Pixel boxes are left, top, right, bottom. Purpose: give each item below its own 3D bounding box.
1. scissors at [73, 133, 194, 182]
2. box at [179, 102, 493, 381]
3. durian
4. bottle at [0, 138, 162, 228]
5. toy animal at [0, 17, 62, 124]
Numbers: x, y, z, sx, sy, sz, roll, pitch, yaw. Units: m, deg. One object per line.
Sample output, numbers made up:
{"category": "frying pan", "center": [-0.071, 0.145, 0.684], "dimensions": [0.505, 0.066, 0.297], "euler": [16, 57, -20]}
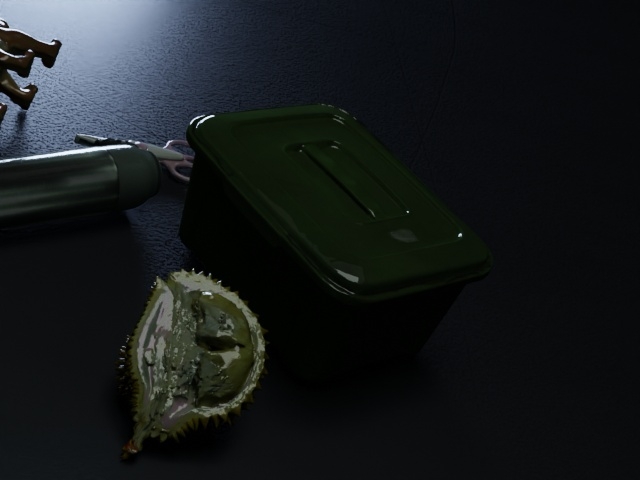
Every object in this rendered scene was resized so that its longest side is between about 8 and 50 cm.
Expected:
{"category": "scissors", "center": [-0.224, -0.111, 1.584], "dimensions": [0.176, 0.022, 0.085], "euler": [11, 38, -23]}
{"category": "box", "center": [0.000, 0.000, 1.432], "dimensions": [0.253, 0.178, 0.328], "euler": [-9, 43, -41]}
{"category": "durian", "center": [-0.133, 0.137, 1.240], "dimensions": [0.146, 0.102, 0.208], "euler": [25, 56, 7]}
{"category": "bottle", "center": [-0.302, -0.067, 1.422], "dimensions": [0.254, 0.079, 0.096], "euler": [-11, 61, -39]}
{"category": "toy animal", "center": [-0.418, -0.220, 1.529], "dimensions": [0.157, 0.097, 0.312], "euler": [22, 17, -4]}
